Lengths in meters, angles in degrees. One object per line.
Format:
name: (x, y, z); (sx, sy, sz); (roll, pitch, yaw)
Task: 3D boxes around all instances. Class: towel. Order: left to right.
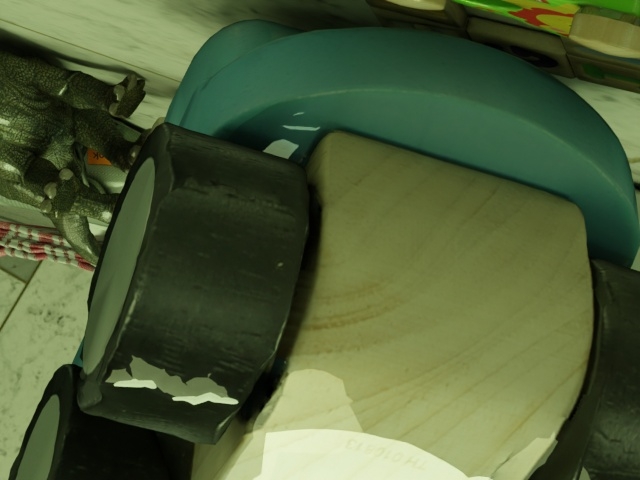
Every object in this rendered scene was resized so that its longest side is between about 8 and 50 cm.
towel: (-0.145, 0.019, 1.449); (0.197, 0.029, 0.144); (13, -176, 40)

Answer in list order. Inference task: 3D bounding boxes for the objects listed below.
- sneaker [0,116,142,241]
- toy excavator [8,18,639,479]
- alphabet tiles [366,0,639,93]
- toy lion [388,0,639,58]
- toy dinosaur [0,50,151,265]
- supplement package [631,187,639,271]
sneaker: (-0.202, -0.065, 1.309); (0.272, 0.100, 0.108); (14, 169, -43)
toy excavator: (-0.012, 0.011, 0.889); (0.222, 0.445, 0.433); (17, 135, -13)
alphabet tiles: (0.091, -0.080, 0.615); (0.198, 0.009, 0.237); (16, 175, 16)
toy lion: (0.074, -0.072, 0.559); (0.100, 0.034, 0.096); (16, -178, 19)
toy dinosaur: (-0.187, -0.069, 1.170); (0.160, 0.121, 0.313); (26, 179, 19)
supplement package: (0.206, 0.071, 1.030); (0.194, 0.149, 0.203); (17, 175, 13)
